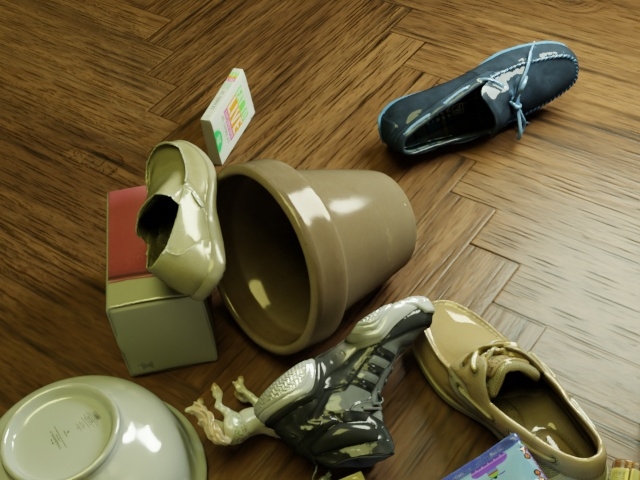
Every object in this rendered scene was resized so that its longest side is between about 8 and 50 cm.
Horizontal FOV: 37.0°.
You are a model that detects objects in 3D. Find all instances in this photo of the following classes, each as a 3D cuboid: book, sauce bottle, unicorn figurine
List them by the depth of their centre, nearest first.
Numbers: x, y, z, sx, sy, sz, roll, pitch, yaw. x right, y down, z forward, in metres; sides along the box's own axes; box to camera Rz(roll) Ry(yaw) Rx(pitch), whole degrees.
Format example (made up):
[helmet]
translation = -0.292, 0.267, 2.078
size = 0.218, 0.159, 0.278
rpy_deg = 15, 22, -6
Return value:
[sauce bottle]
translation = 0.333, 0.309, 1.062
size = 0.042, 0.042, 0.128
rpy_deg = 12, 66, 19
[unicorn figurine]
translation = -0.085, 0.220, 1.212
size = 0.162, 0.060, 0.111
rpy_deg = -24, 54, -34
[book]
translation = -0.160, -0.212, 1.627
size = 0.035, 0.096, 0.144
rpy_deg = 9, 48, 17

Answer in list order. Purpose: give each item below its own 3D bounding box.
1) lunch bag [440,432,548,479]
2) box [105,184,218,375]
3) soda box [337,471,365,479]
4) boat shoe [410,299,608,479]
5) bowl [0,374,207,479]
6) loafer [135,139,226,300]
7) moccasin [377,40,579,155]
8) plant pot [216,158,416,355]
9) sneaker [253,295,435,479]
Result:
[lunch bag]
translation = 0.138, 0.379, 0.992
size = 0.293, 0.138, 0.221
rpy_deg = -26, 50, -4
[box]
translation = -0.223, 0.048, 1.344
size = 0.126, 0.149, 0.232
rpy_deg = -10, 46, -3
[soda box]
translation = -0.022, 0.334, 1.096
size = 0.181, 0.058, 0.061
rpy_deg = -20, 46, -10
[boat shoe]
translation = 0.230, 0.172, 1.178
size = 0.121, 0.110, 0.341
rpy_deg = -29, 49, -19
[bowl]
translation = -0.295, 0.267, 1.151
size = 0.298, 0.134, 0.298
rpy_deg = -4, 46, 5
[loafer]
translation = -0.190, -0.043, 1.238
size = 0.102, 0.092, 0.268
rpy_deg = -47, 42, 25
[moccasin]
translation = 0.267, -0.207, 1.545
size = 0.342, 0.138, 0.117
rpy_deg = -26, 32, 1
[plant pot]
translation = 0.000, 0.000, 1.318
size = 0.229, 0.263, 0.263
rpy_deg = -19, 43, -35
[sneaker]
translation = 0.061, 0.187, 1.178
size = 0.268, 0.101, 0.153
rpy_deg = -31, 77, -22
